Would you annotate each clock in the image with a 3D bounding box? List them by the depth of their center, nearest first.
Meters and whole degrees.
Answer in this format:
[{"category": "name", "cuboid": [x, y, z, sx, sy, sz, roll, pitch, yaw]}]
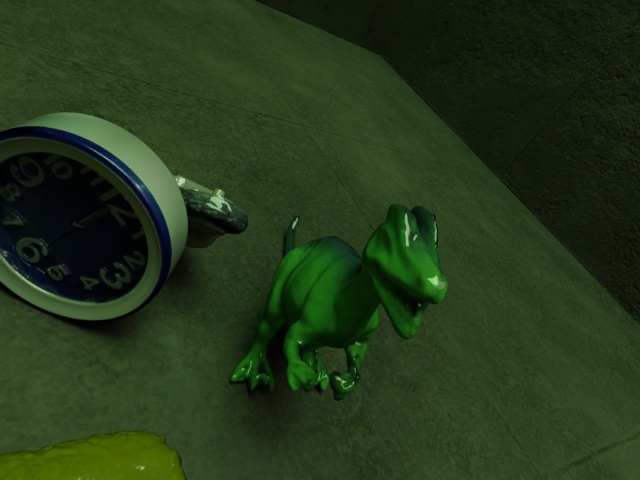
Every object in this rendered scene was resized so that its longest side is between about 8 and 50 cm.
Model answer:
[{"category": "clock", "cuboid": [-0.268, -0.021, 0.560, 0.230, 0.230, 0.083, 30, 27, -8]}]

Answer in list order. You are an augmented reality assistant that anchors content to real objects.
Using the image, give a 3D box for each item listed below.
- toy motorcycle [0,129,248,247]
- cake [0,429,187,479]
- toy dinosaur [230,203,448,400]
[{"category": "toy motorcycle", "cuboid": [-0.258, -0.063, 0.691, 0.340, 0.108, 0.223, 18, -10, -1]}, {"category": "cake", "cuboid": [-0.153, 0.268, 0.326, 0.156, 0.179, 0.260, 2, 47, -41]}, {"category": "toy dinosaur", "cuboid": [0.000, 0.000, 0.669, 0.144, 0.374, 0.500, 14, 38, -16]}]
